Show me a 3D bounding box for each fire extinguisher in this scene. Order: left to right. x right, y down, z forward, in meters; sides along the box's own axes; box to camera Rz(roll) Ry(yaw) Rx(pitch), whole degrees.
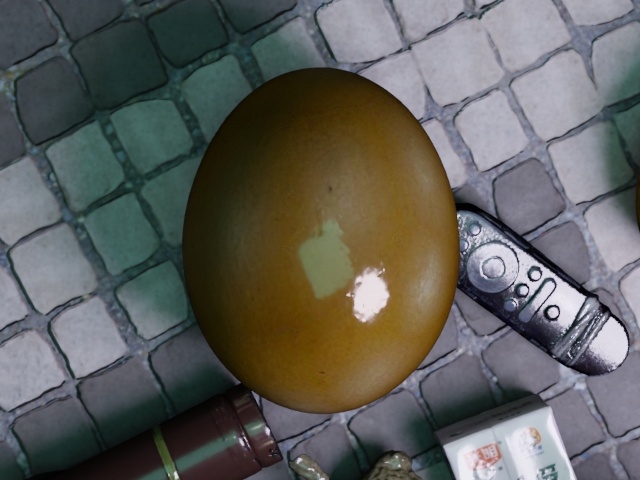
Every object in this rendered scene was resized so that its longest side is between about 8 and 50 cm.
[{"bbox_3d":[-0.206,0.280,1.756,0.341,0.105,0.141,-27,93,-4],"label":"fire extinguisher"}]

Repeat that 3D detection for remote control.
[{"bbox_3d":[0.226,0.053,1.798,0.266,0.066,0.090,37,104,-9],"label":"remote control"}]

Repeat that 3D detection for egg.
[{"bbox_3d":[0.000,0.000,1.664,0.282,0.282,0.351,-3,92,-3],"label":"egg"}]

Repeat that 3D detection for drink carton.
[{"bbox_3d":[0.237,0.335,1.785,0.130,0.106,0.315,-20,94,-3],"label":"drink carton"}]

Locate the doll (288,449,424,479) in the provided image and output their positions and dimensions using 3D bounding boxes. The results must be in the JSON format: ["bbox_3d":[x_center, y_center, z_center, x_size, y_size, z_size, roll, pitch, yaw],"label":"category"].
[{"bbox_3d":[-0.013,0.320,1.758,0.286,0.091,0.203,5,85,-4],"label":"doll"}]

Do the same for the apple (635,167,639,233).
[{"bbox_3d":[0.459,-0.061,1.725,0.261,0.194,0.261,2,102,7],"label":"apple"}]
